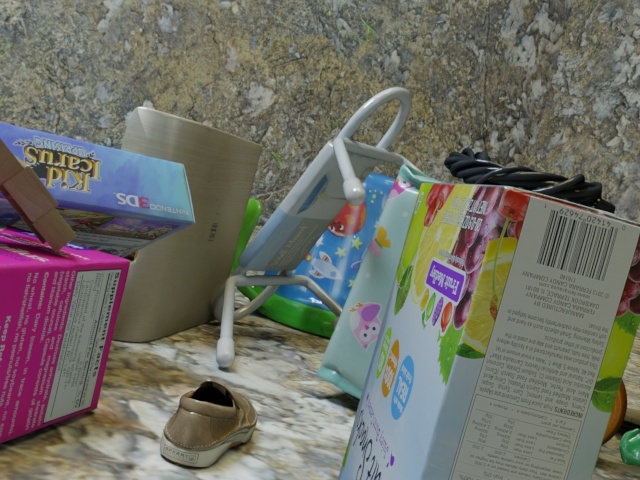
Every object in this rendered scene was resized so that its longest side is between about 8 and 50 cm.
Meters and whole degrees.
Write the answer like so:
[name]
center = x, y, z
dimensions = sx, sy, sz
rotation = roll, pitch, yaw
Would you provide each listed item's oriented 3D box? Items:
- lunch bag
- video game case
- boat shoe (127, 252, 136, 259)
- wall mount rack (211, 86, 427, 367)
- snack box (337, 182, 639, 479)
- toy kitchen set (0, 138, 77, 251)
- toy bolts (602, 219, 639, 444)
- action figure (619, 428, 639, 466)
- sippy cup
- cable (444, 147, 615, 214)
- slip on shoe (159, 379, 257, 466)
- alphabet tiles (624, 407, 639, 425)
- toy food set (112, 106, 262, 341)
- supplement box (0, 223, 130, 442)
[lunch bag]
center = 0.139, 0.060, 0.848
dimensions = 0.160, 0.223, 0.262
rotation = 25, 8, 27
[video game case]
center = -0.281, -0.013, 0.665
dimensions = 0.244, 0.061, 0.269
rotation = -23, -20, 34
[boat shoe]
center = -0.257, 0.010, 1.359
dimensions = 0.178, 0.064, 0.060
rotation = 3, 15, -39
[wall mount rack]
center = 0.000, 0.000, 0.905
dimensions = 0.130, 0.350, 0.304
rotation = 44, 19, 20
[snack box]
center = 0.062, 0.080, 0.389
dimensions = 0.070, 0.207, 0.174
rotation = 14, 3, -4
[toy kitchen set]
center = -0.206, -0.020, 0.506
dimensions = 0.068, 0.075, 0.083
rotation = 25, -29, 58
[toy bolts]
center = 0.301, 0.097, 0.853
dimensions = 0.218, 0.228, 0.158
rotation = -13, -8, 14
[action figure]
center = 0.352, 0.210, 0.678
dimensions = 0.232, 0.063, 0.137
rotation = 22, 10, 38
[sippy cup]
center = 0.038, 0.012, 1.193
dimensions = 0.240, 0.224, 0.305
rotation = 17, 4, 25
[cable]
center = 0.189, -0.057, 0.784
dimensions = 0.150, 0.047, 0.184
rotation = 28, 13, 35
[slip on shoe]
center = -0.073, 0.117, 0.586
dimensions = 0.051, 0.041, 0.135
rotation = 15, 4, 12
[alphabet tiles]
center = 0.496, 0.236, 0.979
dimensions = 0.343, 0.011, 0.285
rotation = 14, -4, -10
[toy food set]
center = -0.160, -0.019, 0.925
dimensions = 0.092, 0.219, 0.306
rotation = 16, 4, 11
[supplement box]
center = -0.218, 0.052, 0.487
dimensions = 0.111, 0.114, 0.220
rotation = 14, 2, 13
